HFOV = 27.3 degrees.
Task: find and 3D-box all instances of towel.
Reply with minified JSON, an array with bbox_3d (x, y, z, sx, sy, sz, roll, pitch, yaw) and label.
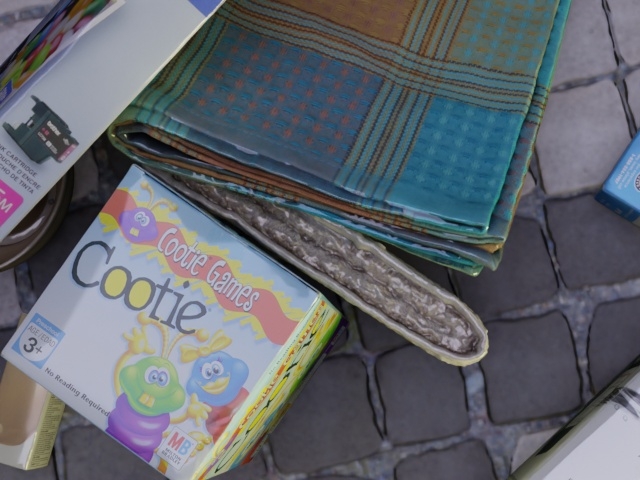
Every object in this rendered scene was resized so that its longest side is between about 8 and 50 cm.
[{"bbox_3d":[0.000,0.000,0.952,0.282,0.187,0.049,33,92,7],"label":"towel"},{"bbox_3d":[0.037,-0.157,0.941,0.271,0.040,0.370,18,50,5],"label":"towel"}]

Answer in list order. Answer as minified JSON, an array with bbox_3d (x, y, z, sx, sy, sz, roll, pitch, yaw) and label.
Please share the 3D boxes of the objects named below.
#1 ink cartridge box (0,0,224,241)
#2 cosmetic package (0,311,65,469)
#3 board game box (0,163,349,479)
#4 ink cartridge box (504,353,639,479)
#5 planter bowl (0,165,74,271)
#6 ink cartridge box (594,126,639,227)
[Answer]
[{"bbox_3d":[-0.144,-0.127,0.847,0.311,0.186,0.065,-44,111,6],"label":"ink cartridge box"},{"bbox_3d":[-0.222,0.116,1.020,0.041,0.060,0.115,15,84,6],"label":"cosmetic package"},{"bbox_3d":[-0.084,0.064,0.906,0.144,0.275,0.142,35,87,8],"label":"board game box"},{"bbox_3d":[0.260,0.201,0.939,0.289,0.121,0.211,-42,82,-1],"label":"ink cartridge box"},{"bbox_3d":[-0.260,-0.047,1.016,0.162,0.109,0.162,-1,84,5],"label":"planter bowl"},{"bbox_3d":[0.312,-0.029,0.992,0.180,0.060,0.104,33,87,8],"label":"ink cartridge box"}]
